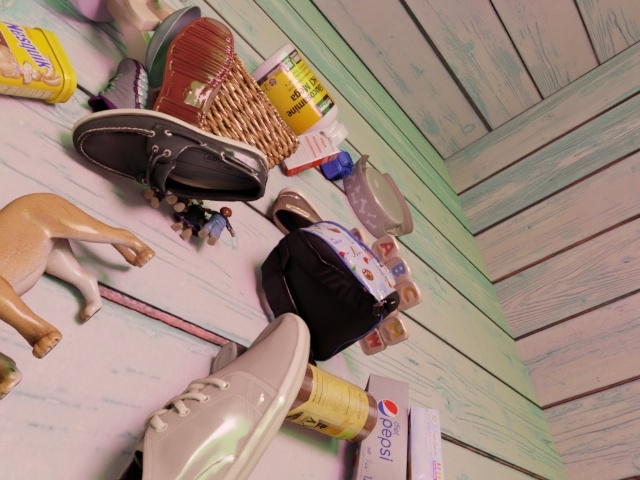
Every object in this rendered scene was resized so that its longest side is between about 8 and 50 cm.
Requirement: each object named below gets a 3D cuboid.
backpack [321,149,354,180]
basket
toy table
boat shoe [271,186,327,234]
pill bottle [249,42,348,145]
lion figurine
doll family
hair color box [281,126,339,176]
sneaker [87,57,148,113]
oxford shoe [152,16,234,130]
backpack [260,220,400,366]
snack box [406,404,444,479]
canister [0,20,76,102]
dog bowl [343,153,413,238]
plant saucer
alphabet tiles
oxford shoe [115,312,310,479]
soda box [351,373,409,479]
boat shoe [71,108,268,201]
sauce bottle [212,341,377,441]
[{"bbox_3d":[0.066,-0.263,1.654,0.120,0.101,0.098,0,68,-64],"label":"backpack"},{"bbox_3d":[-0.230,-0.279,1.162,0.299,0.223,0.213,52,-6,-12],"label":"basket"},{"bbox_3d":[-0.379,-0.504,0.999,0.161,0.252,0.274,37,35,-8],"label":"toy table"},{"bbox_3d":[0.000,0.000,1.248,0.324,0.116,0.097,45,34,-18],"label":"boat shoe"},{"bbox_3d":[-0.065,-0.433,1.503,0.334,0.188,0.188,49,28,-19],"label":"pill bottle"},{"bbox_3d":[-0.381,0.022,0.569,0.240,0.142,0.392,45,14,-10],"label":"lion figurine"},{"bbox_3d":[-0.250,-0.068,0.933,0.193,0.076,0.111,54,22,-20],"label":"doll family"},{"bbox_3d":[-0.040,-0.265,1.406,0.053,0.167,0.093,114,-48,-71],"label":"hair color box"},{"bbox_3d":[-0.389,-0.281,0.902,0.098,0.083,0.224,16,48,-45],"label":"sneaker"},{"bbox_3d":[-0.276,-0.310,0.976,0.123,0.130,0.348,25,64,-19],"label":"oxford shoe"},{"bbox_3d":[0.014,0.091,1.020,0.263,0.276,0.213,51,29,3],"label":"backpack"},{"bbox_3d":[0.208,0.490,1.006,0.174,0.070,0.207,-75,170,-55],"label":"snack box"},{"bbox_3d":[-0.491,-0.284,0.734,0.126,0.073,0.170,61,28,6],"label":"canister"},{"bbox_3d":[0.218,-0.155,1.800,0.349,0.102,0.349,41,30,-31],"label":"dog bowl"},{"bbox_3d":[-0.317,-0.412,0.986,0.037,0.195,0.195,33,32,-11],"label":"plant saucer"},{"bbox_3d":[0.101,0.120,1.114,0.021,0.278,0.284,-5,66,-47],"label":"alphabet tiles"},{"bbox_3d":[-0.149,0.242,0.611,0.130,0.169,0.449,46,46,-9],"label":"oxford shoe"},{"bbox_3d":[0.128,0.425,1.001,0.098,0.091,0.286,14,32,3],"label":"soda box"},{"bbox_3d":[-0.250,-0.129,0.823,0.340,0.127,0.113,14,37,-26],"label":"boat shoe"},{"bbox_3d":[-0.041,0.281,0.878,0.344,0.111,0.111,33,36,-30],"label":"sauce bottle"}]
